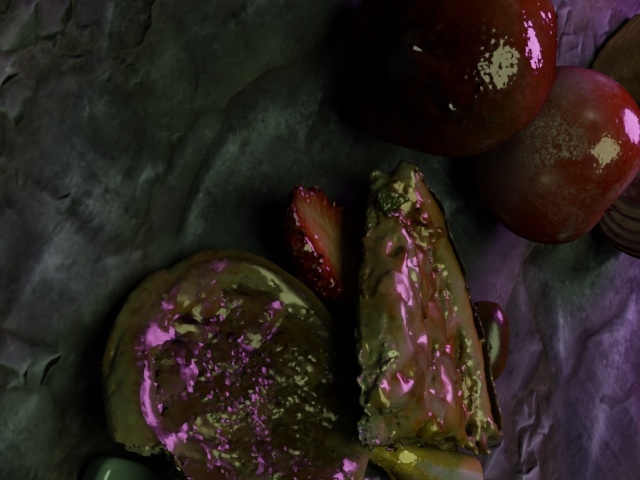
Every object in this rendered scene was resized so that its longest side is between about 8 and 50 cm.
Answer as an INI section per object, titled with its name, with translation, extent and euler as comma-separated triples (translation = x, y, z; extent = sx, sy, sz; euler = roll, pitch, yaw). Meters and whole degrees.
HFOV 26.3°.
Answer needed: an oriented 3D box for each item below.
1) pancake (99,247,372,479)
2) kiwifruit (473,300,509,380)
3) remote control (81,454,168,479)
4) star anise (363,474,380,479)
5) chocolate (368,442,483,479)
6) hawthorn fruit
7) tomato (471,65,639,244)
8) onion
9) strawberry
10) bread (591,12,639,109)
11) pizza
[pancake]
translation = -0.088, 0.187, 1.629
extent = 0.382, 0.071, 0.382
euler = 20, 50, -26
[kiwifruit]
translation = 0.243, 0.151, 2.038
extent = 0.075, 0.075, 0.125
euler = 9, 87, -43
[remote control]
translation = -0.257, 0.398, 1.574
extent = 0.140, 0.056, 0.296
euler = 38, 66, -39
[star anise]
translation = -0.040, 0.293, 1.735
extent = 0.212, 0.129, 0.283
euler = 27, 55, -37
[chocolate]
translation = 0.134, 0.312, 1.936
extent = 0.219, 0.085, 0.086
euler = 28, 71, -36
[hawthorn fruit]
translation = 0.176, -0.251, 1.844
extent = 0.311, 0.295, 0.295
euler = -48, 124, -63
[tomato]
translation = 0.341, -0.130, 2.008
extent = 0.227, 0.270, 0.270
euler = 31, 66, -6
[onion]
translation = 0.563, -0.086, 2.248
extent = 0.206, 0.216, 0.207
euler = -35, 147, -41
[strawberry]
translation = -0.004, 0.003, 1.797
extent = 0.208, 0.087, 0.167
euler = 50, 32, -30
[bread]
translation = 0.609, -0.238, 2.257
extent = 0.198, 0.263, 0.236
euler = -42, 118, -32
[pizza]
translation = 0.139, 0.090, 1.843
extent = 0.435, 0.080, 0.392
euler = 23, 60, -65
